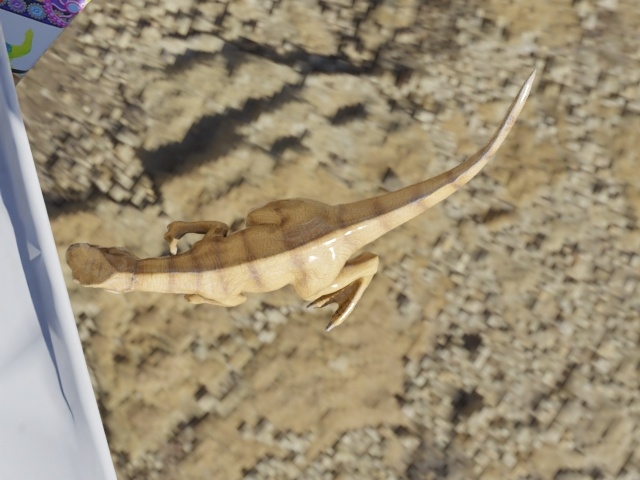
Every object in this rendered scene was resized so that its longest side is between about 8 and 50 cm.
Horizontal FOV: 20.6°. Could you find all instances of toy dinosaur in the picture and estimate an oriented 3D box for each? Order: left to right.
[{"bbox_3d":[0.000,0.000,0.754,0.211,0.112,0.064,-19,81,3],"label":"toy dinosaur"}]

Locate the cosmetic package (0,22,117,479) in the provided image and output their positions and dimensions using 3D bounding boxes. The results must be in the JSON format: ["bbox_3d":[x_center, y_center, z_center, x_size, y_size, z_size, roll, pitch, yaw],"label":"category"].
[{"bbox_3d":[-0.237,0.078,0.510,0.327,0.393,0.329,-14,87,-14],"label":"cosmetic package"}]

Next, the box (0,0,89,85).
[{"bbox_3d":[-0.207,-0.228,1.045,0.177,0.279,0.290,34,47,-18],"label":"box"}]
